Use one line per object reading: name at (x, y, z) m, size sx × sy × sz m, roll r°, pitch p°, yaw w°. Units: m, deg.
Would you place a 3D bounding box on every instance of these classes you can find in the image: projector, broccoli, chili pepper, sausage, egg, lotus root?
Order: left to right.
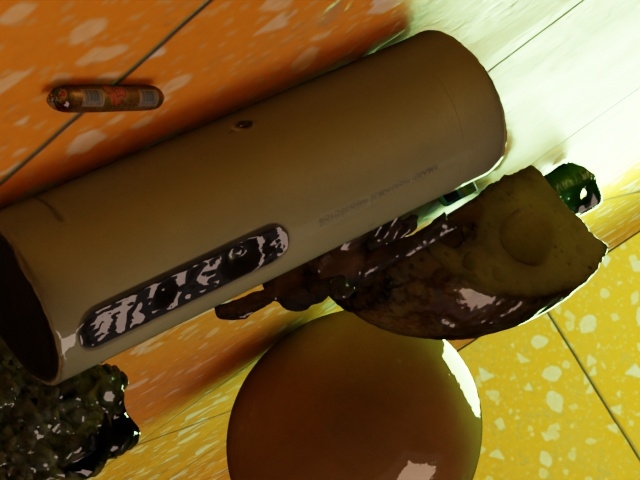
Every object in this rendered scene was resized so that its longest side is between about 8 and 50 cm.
broccoli at (-0.259, 0.137, 1.146) m, size 0.165 × 0.145 × 0.304 m, roll -36°, pitch -175°, yaw -36°
sausage at (-0.110, -0.074, 0.824) m, size 0.015 × 0.015 × 0.100 m, roll -36°, pitch 168°, yaw 26°
projector at (-0.044, -0.028, 0.978) m, size 0.337 × 0.108 × 0.108 m, roll -26°, pitch 168°, yaw -27°
egg at (0.041, 0.238, 1.918) m, size 0.301 × 0.301 × 0.374 m, roll -26°, pitch 165°, yaw -24°
lotus root at (0.155, 0.033, 1.632) m, size 0.314 × 0.142 × 0.210 m, roll -29°, pitch 179°, yaw -40°
chili pepper at (0.244, -0.030, 1.904) m, size 0.216 × 0.062 × 0.108 m, roll -22°, pitch 166°, yaw -34°

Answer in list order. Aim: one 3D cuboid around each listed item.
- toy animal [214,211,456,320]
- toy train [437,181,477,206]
toy animal at (0.019, 0.017, 1.401) m, size 0.232 × 0.084 × 0.148 m, roll -31°, pitch 168°, yaw -39°
toy train at (0.100, -0.066, 1.372) m, size 0.042 × 0.044 × 0.209 m, roll -31°, pitch 169°, yaw 5°
